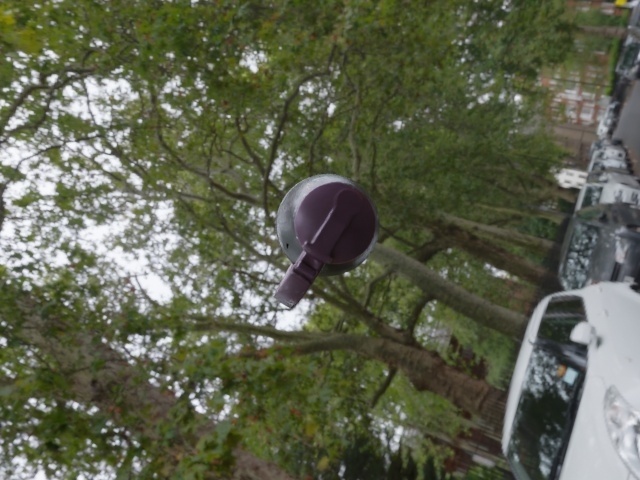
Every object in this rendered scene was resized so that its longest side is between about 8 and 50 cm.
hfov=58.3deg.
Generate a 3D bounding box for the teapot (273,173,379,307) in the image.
[{"bbox_3d":[-0.003,-0.010,0.603,0.148,0.116,0.146,-29,2,-3],"label":"teapot"}]
